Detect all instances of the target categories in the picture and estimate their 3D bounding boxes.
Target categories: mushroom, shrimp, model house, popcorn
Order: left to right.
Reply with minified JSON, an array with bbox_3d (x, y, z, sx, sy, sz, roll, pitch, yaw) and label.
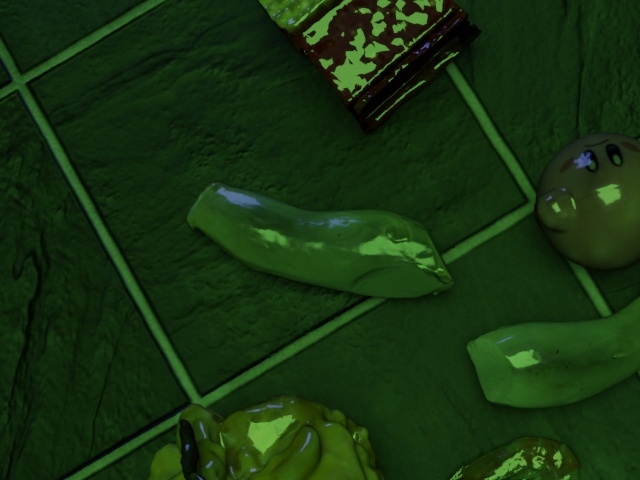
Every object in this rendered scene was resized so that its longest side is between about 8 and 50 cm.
[{"bbox_3d":[-0.078,0.327,1.502,0.349,0.381,0.349,-4,63,8],"label":"popcorn"},{"bbox_3d":[-0.001,0.002,1.669,0.351,0.097,0.109,11,82,11],"label":"mushroom"},{"bbox_3d":[0.045,-0.295,1.665,0.196,0.160,0.254,-41,84,5],"label":"model house"},{"bbox_3d":[0.223,0.299,1.621,0.190,0.042,0.101,-17,87,3],"label":"shrimp"},{"bbox_3d":[0.321,0.130,1.614,0.270,0.103,0.118,-17,85,-7],"label":"mushroom"}]

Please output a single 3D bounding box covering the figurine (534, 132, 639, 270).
[{"bbox_3d":[0.340,-0.048,1.599,0.173,0.173,0.173,-1,81,6],"label":"figurine"}]
